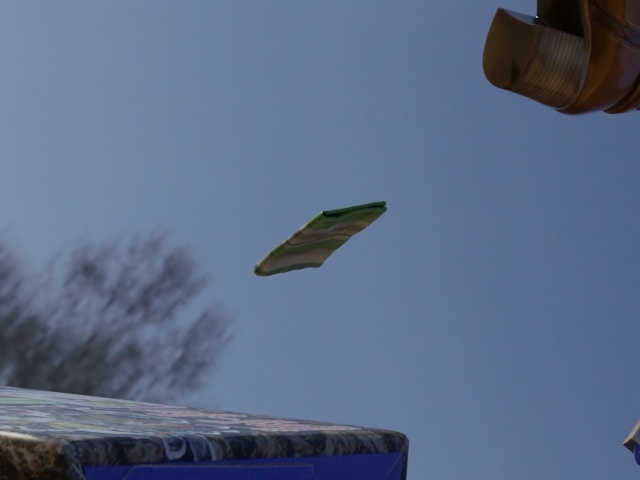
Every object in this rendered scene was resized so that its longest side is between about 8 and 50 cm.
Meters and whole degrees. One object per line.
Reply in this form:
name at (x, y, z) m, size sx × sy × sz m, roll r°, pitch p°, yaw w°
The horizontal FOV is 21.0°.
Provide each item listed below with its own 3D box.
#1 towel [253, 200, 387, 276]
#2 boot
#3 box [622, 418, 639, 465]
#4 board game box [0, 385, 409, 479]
towel at (0.000, 0.000, 2.071) m, size 0.152 × 0.113 × 0.023 m, roll -38°, pitch -108°, yaw 45°
boot at (0.281, -0.237, 1.519) m, size 0.220 × 0.283 × 0.109 m, roll 5°, pitch 21°, yaw -41°
box at (0.380, 0.200, 1.821) m, size 0.081 × 0.136 × 0.028 m, roll 40°, pitch -25°, yaw 3°
board game box at (-0.140, 0.154, 0.481) m, size 0.291 × 0.232 × 0.141 m, roll 3°, pitch -3°, yaw 34°
